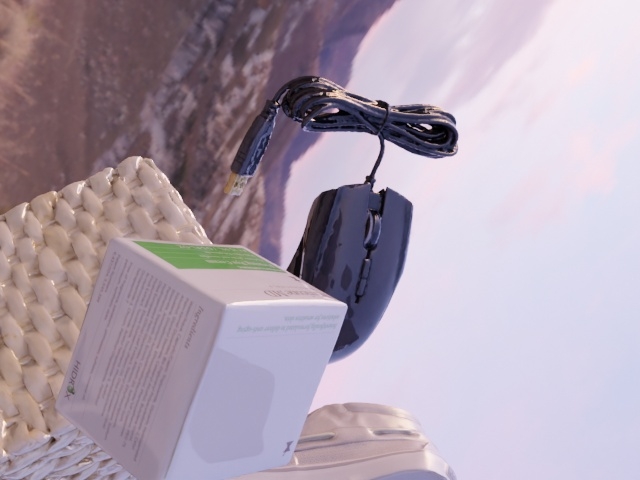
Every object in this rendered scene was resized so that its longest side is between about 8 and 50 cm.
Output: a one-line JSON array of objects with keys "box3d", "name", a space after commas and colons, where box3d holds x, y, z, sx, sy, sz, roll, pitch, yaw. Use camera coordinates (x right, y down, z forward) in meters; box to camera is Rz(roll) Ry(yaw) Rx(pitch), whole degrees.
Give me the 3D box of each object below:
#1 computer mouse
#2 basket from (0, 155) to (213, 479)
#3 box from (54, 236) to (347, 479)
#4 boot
[{"box3d": [0.000, 0.000, 0.746, 0.262, 0.184, 0.060, -64, -148, 19], "name": "computer mouse"}, {"box3d": [-0.233, 0.143, 0.966, 0.328, 0.331, 0.266, -25, 139, -14], "name": "basket"}, {"box3d": [-0.060, 0.060, 0.478, 0.101, 0.087, 0.102, 5, 109, -54], "name": "box"}, {"box3d": [-0.026, 0.200, 0.765, 0.123, 0.258, 0.095, -120, -154, -70], "name": "boot"}]
